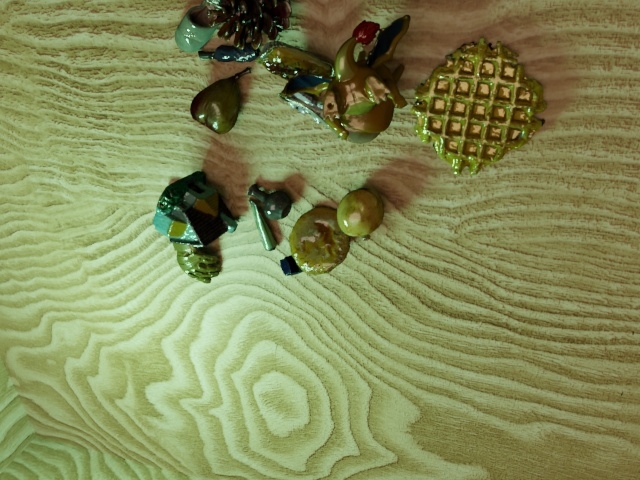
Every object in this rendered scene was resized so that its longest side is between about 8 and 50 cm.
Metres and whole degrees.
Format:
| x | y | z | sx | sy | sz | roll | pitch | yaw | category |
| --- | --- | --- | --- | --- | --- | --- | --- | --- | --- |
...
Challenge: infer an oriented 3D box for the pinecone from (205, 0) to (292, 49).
| x | y | z | sx | sy | sz | roll | pitch | yaw | category |
| --- | --- | --- | --- | --- | --- | --- | --- | --- | --- |
| -0.232 | -0.714 | 1.544 | 0.264 | 0.264 | 0.264 | 8 | 120 | 15 | pinecone |

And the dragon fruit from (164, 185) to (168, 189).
| x | y | z | sx | sy | sz | roll | pitch | yaw | category |
| --- | --- | --- | --- | --- | --- | --- | --- | --- | --- |
| -0.620 | -0.194 | 2.090 | 0.083 | 0.060 | 0.056 | 14 | 118 | 9 | dragon fruit |

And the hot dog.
| x | y | z | sx | sy | sz | roll | pitch | yaw | category |
| --- | --- | --- | --- | --- | --- | --- | --- | --- | --- |
| -0.078 | -0.559 | 1.605 | 0.270 | 0.082 | 0.162 | 12 | 166 | -33 | hot dog |

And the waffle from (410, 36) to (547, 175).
| x | y | z | sx | sy | sz | roll | pitch | yaw | category |
| --- | --- | --- | --- | --- | --- | --- | --- | --- | --- |
| 0.488 | -0.412 | 1.568 | 0.379 | 0.095 | 0.382 | 47 | 120 | -7 | waffle |

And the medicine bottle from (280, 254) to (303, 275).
| x | y | z | sx | sy | sz | roll | pitch | yaw | category |
| --- | --- | --- | --- | --- | --- | --- | --- | --- | --- |
| -0.032 | 0.064 | 1.994 | 0.258 | 0.124 | 0.079 | -26 | 77 | 27 | medicine bottle |

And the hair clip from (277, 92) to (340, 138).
| x | y | z | sx | sy | sz | roll | pitch | yaw | category |
| --- | --- | --- | --- | --- | --- | --- | --- | --- | --- |
| -0.016 | -0.442 | 1.713 | 0.292 | 0.084 | 0.106 | 30 | 166 | 4 | hair clip |

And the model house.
| x | y | z | sx | sy | sz | roll | pitch | yaw | category |
| --- | --- | --- | --- | --- | --- | --- | --- | --- | --- |
| -0.470 | -0.097 | 1.957 | 0.248 | 0.280 | 0.230 | 31 | 121 | 6 | model house |

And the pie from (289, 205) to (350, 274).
| x | y | z | sx | sy | sz | roll | pitch | yaw | category |
| --- | --- | --- | --- | --- | --- | --- | --- | --- | --- |
| -0.001 | 0.001 | 1.908 | 0.273 | 0.069 | 0.273 | -2 | 84 | 17 | pie |

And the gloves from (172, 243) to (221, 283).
| x | y | z | sx | sy | sz | roll | pitch | yaw | category |
| --- | --- | --- | --- | --- | --- | --- | --- | --- | --- |
| -0.557 | 0.056 | 2.159 | 0.154 | 0.141 | 0.331 | -12 | 113 | 23 | gloves |

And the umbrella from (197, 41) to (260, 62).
| x | y | z | sx | sy | sz | roll | pitch | yaw | category |
| --- | --- | --- | --- | --- | --- | --- | --- | --- | --- |
| -0.321 | -0.648 | 1.734 | 0.248 | 0.071 | 0.071 | 1 | 118 | 23 | umbrella |

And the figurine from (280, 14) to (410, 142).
| x | y | z | sx | sy | sz | roll | pitch | yaw | category |
| --- | --- | --- | --- | --- | --- | --- | --- | --- | --- |
| 0.133 | -0.453 | 1.460 | 0.401 | 0.387 | 0.268 | -36 | 90 | 17 | figurine |

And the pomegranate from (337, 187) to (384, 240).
| x | y | z | sx | sy | sz | roll | pitch | yaw | category |
| --- | --- | --- | --- | --- | --- | --- | --- | --- | --- |
| 0.148 | -0.092 | 1.805 | 0.196 | 0.196 | 0.196 | 8 | 120 | 15 | pomegranate |

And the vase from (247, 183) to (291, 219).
| x | y | z | sx | sy | sz | roll | pitch | yaw | category |
| --- | --- | --- | --- | --- | --- | --- | --- | --- | --- |
| -0.204 | -0.158 | 1.941 | 0.183 | 0.120 | 0.120 | 31 | 125 | 17 | vase |

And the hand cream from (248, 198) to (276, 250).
| x | y | z | sx | sy | sz | roll | pitch | yaw | category |
| --- | --- | --- | --- | --- | --- | --- | --- | --- | --- |
| -0.240 | -0.056 | 2.032 | 0.055 | 0.086 | 0.235 | -29 | 116 | -16 | hand cream |

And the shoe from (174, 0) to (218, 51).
| x | y | z | sx | sy | sz | roll | pitch | yaw | category |
| --- | --- | --- | --- | --- | --- | --- | --- | --- | --- |
| -0.418 | -0.737 | 1.693 | 0.251 | 0.100 | 0.103 | -35 | 103 | 29 | shoe |

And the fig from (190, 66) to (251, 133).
| x | y | z | sx | sy | sz | roll | pitch | yaw | category |
| --- | --- | --- | --- | --- | --- | --- | --- | --- | --- |
| -0.344 | -0.512 | 1.781 | 0.170 | 0.145 | 0.274 | 40 | 110 | -7 | fig |
